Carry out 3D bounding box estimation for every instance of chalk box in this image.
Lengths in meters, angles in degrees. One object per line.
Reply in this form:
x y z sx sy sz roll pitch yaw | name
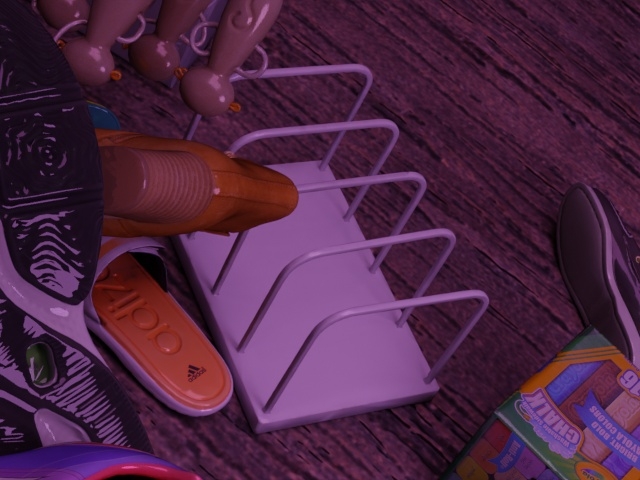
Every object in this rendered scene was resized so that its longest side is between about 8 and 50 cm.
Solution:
0.201 0.199 1.403 0.132 0.132 0.213 45 46 13 | chalk box

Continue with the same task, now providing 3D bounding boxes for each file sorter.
0.000 0.000 1.441 0.193 0.173 0.277 -7 57 -30 | file sorter

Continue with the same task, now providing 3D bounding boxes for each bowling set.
-0.170 -0.207 1.428 0.287 0.154 0.200 29 6 4 | bowling set

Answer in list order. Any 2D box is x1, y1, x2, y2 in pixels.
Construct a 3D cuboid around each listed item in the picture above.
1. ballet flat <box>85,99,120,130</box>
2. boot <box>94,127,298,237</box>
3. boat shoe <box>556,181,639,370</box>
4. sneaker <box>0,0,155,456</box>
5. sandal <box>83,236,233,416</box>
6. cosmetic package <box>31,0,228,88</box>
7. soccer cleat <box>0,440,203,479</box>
-0.287 -0.068 1.421 0.231 0.077 0.077 -28 98 -37 | ballet flat
-0.185 -0.042 1.319 0.211 0.295 0.104 9 87 -58 | boot
0.301 0.045 1.622 0.069 0.081 0.227 5 58 -27 | boat shoe
-0.275 0.046 1.170 0.169 0.257 0.447 -14 93 -39 | sneaker
-0.166 0.037 1.393 0.265 0.076 0.102 42 47 11 | sandal
-0.208 -0.275 1.599 0.238 0.127 0.107 33 45 4 | cosmetic package
-0.209 0.180 0.946 0.318 0.116 0.108 -7 89 -46 | soccer cleat
